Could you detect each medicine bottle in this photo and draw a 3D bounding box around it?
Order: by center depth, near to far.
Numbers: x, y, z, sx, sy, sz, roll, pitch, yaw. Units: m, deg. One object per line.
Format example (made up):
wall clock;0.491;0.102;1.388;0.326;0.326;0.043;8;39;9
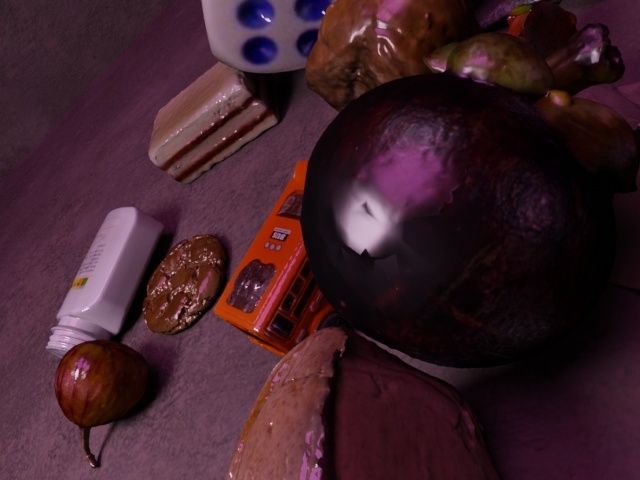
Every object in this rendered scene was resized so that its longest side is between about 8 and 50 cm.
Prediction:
medicine bottle;-0.453;0.095;1.161;0.179;0.124;0.325;-15;48;42

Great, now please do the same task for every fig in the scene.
fig;-0.384;0.252;0.948;0.202;0.148;0.149;-52;14;25

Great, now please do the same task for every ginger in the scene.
ginger;0.114;-0.331;0.890;0.269;0.200;0.223;12;70;48

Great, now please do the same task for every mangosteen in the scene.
mangosteen;0.129;-0.037;0.543;0.329;0.330;0.330;-26;44;28

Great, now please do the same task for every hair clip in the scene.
hair clip;0.340;-0.369;0.833;0.229;0.036;0.066;-5;50;42

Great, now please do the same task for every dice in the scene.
dice;-0.089;-0.533;1.120;0.303;0.277;0.305;-7;48;-6

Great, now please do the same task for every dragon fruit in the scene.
dragon fruit;0.289;-0.245;0.732;0.142;0.139;0.175;-7;9;-5

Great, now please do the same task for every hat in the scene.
hat;0.356;-0.079;0.556;0.214;0.149;0.245;-158;66;-68

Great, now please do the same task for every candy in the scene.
candy;-0.248;-0.283;1.260;0.320;0.135;0.180;-27;42;26

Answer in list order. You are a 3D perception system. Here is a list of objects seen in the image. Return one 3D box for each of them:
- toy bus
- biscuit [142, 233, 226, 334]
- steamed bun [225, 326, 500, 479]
toy bus;0.000;0.000;0.771;0.142;0.153;0.329;14;68;48
biscuit;-0.265;0.078;1.055;0.225;0.042;0.226;-27;43;28
steamed bun;0.028;0.253;0.479;0.199;0.251;0.302;-38;40;37
